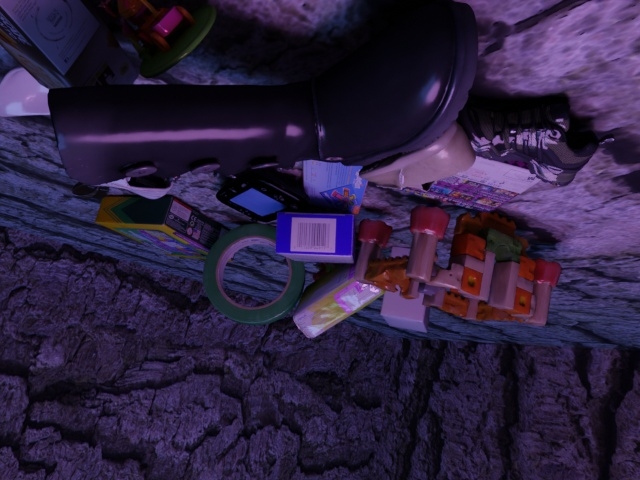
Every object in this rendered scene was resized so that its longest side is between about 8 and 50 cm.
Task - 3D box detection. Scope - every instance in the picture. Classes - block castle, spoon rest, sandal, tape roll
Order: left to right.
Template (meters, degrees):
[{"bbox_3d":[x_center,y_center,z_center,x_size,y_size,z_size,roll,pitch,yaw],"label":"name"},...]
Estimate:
[{"bbox_3d":[-0.555,-0.277,0.899,0.276,0.084,0.137,6,163,21],"label":"spoon rest"},{"bbox_3d":[-0.637,-0.178,1.354,0.089,0.060,0.219,14,150,-30],"label":"sandal"},{"bbox_3d":[-0.209,0.108,1.539,0.321,0.322,0.077,10,164,4],"label":"tape roll"},{"bbox_3d":[0.338,0.053,1.192,0.453,0.213,0.303,21,165,-23],"label":"block castle"}]

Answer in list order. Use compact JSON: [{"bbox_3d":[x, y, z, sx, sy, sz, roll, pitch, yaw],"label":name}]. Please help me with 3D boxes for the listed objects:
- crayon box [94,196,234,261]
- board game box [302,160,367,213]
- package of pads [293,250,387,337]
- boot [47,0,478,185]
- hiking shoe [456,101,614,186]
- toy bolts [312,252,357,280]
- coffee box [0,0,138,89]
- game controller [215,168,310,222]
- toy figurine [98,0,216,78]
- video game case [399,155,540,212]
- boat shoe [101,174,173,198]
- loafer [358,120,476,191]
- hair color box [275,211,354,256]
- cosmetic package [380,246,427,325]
[{"bbox_3d":[-0.515,-0.037,1.649,0.313,0.106,0.363,4,162,28],"label":"crayon box"},{"bbox_3d":[0.032,-0.131,1.092,0.145,0.027,0.281,13,164,2],"label":"board game box"},{"bbox_3d":[0.066,0.153,1.465,0.296,0.229,0.101,-35,100,20],"label":"package of pads"},{"bbox_3d":[-0.091,-0.168,0.593,0.444,0.146,0.367,-3,170,-20],"label":"boot"},{"bbox_3d":[0.306,-0.170,0.709,0.226,0.086,0.114,19,140,-9],"label":"hiking shoe"},{"bbox_3d":[0.079,0.142,1.723,0.158,0.219,0.228,11,-177,-21],"label":"toy bolts"},{"bbox_3d":[-0.369,-0.289,0.636,0.141,0.098,0.246,29,167,10],"label":"coffee box"},{"bbox_3d":[-0.153,-0.105,1.207,0.166,0.067,0.319,18,166,-25],"label":"game controller"},{"bbox_3d":[-0.239,-0.307,0.591,0.173,0.130,0.159,30,168,48],"label":"toy figurine"},{"bbox_3d":[0.267,-0.127,0.914,0.232,0.042,0.210,13,163,-5],"label":"video game case"},{"bbox_3d":[-0.503,-0.176,1.220,0.258,0.095,0.084,11,164,-39],"label":"boat shoe"},{"bbox_3d":[0.146,-0.123,0.768,0.092,0.102,0.268,39,171,-14],"label":"loafer"},{"bbox_3d":[0.000,0.000,1.276,0.185,0.110,0.339,3,173,5],"label":"hair color box"},{"bbox_3d":[0.290,0.164,1.557,0.138,0.225,0.224,6,162,18],"label":"cosmetic package"}]
